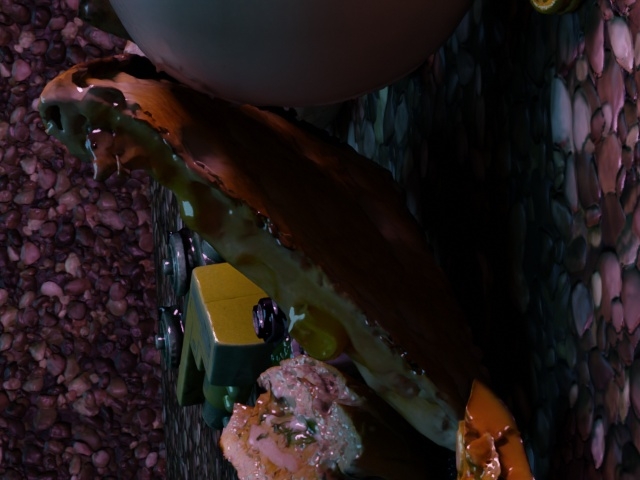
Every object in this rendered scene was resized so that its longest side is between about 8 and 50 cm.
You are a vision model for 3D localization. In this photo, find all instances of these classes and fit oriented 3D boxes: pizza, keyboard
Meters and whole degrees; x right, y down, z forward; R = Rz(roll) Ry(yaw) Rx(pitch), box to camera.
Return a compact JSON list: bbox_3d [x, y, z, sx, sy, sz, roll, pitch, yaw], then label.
[{"bbox_3d":[-0.019,-0.024,1.301,0.080,0.435,0.392,-44,11,17],"label":"pizza"},{"bbox_3d":[0.099,0.152,1.408,0.204,0.013,0.061,-115,25,-59],"label":"keyboard"}]

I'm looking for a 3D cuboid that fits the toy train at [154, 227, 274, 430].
[{"bbox_3d":[-0.132,0.135,2.141,0.369,0.150,0.237,103,154,-54],"label":"toy train"}]

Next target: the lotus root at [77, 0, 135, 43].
[{"bbox_3d":[-0.042,-0.248,1.420,0.267,0.260,0.149,-59,-8,-57],"label":"lotus root"}]

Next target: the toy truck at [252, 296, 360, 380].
[{"bbox_3d":[-0.005,0.109,1.669,0.242,0.101,0.125,126,136,-73],"label":"toy truck"}]

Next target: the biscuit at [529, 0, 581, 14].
[{"bbox_3d":[0.159,-0.195,1.063,0.084,0.023,0.084,177,90,-77],"label":"biscuit"}]

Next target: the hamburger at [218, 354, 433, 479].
[{"bbox_3d":[0.018,0.200,1.458,0.144,0.157,0.283,-60,22,4],"label":"hamburger"}]

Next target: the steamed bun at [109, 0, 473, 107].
[{"bbox_3d":[-0.021,-0.261,1.174,0.324,0.324,0.206,-106,8,-45],"label":"steamed bun"}]

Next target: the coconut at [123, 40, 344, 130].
[{"bbox_3d":[-0.094,-0.196,1.694,0.227,0.230,0.227,176,90,-79],"label":"coconut"}]

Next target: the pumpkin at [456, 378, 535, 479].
[{"bbox_3d":[0.090,0.241,1.016,0.280,0.190,0.139,-126,29,-44],"label":"pumpkin"}]
